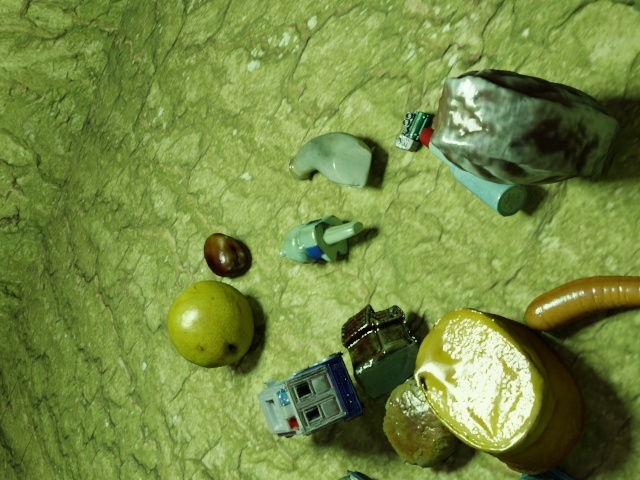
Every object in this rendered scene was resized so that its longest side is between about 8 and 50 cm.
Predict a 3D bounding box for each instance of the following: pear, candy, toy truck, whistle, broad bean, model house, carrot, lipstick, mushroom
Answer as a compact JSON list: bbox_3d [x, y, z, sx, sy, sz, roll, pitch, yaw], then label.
[{"bbox_3d":[-0.255,0.204,1.618,0.209,0.209,0.209,-17,68,47],"label":"pear"},{"bbox_3d":[0.294,-0.157,0.993,0.214,0.289,0.157,33,113,53],"label":"candy"},{"bbox_3d":[-0.038,0.308,1.303,0.124,0.155,0.268,68,153,10],"label":"toy truck"},{"bbox_3d":[0.000,0.000,1.452,0.244,0.110,0.092,-15,101,47],"label":"whistle"},{"bbox_3d":[-0.251,0.038,1.753,0.165,0.084,0.114,1,86,56],"label":"broad bean"},{"bbox_3d":[0.181,-0.213,1.336,0.044,0.039,0.083,32,104,35],"label":"toy truck"},{"bbox_3d":[0.109,0.187,1.276,0.165,0.106,0.152,-39,46,21],"label":"model house"},{"bbox_3d":[0.407,0.080,0.974,0.271,0.062,0.066,-24,30,40],"label":"carrot"},{"bbox_3d":[0.256,-0.133,1.202,0.274,0.068,0.061,53,128,51],"label":"lipstick"},{"bbox_3d":[0.019,-0.178,1.484,0.270,0.103,0.118,18,88,61],"label":"mushroom"}]

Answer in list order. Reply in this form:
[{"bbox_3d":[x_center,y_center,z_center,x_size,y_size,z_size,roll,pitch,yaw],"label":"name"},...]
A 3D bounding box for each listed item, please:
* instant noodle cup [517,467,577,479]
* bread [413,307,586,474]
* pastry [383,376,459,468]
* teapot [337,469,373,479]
[{"bbox_3d":[0.332,0.415,0.964,0.179,0.070,0.157,23,100,49],"label":"instant noodle cup"},{"bbox_3d":[0.267,0.220,1.032,0.195,0.142,0.270,-55,39,9],"label":"bread"},{"bbox_3d":[0.175,0.311,1.168,0.153,0.081,0.153,-17,65,43],"label":"pastry"},{"bbox_3d":[0.070,0.481,1.232,0.149,0.111,0.108,27,87,56],"label":"teapot"}]
